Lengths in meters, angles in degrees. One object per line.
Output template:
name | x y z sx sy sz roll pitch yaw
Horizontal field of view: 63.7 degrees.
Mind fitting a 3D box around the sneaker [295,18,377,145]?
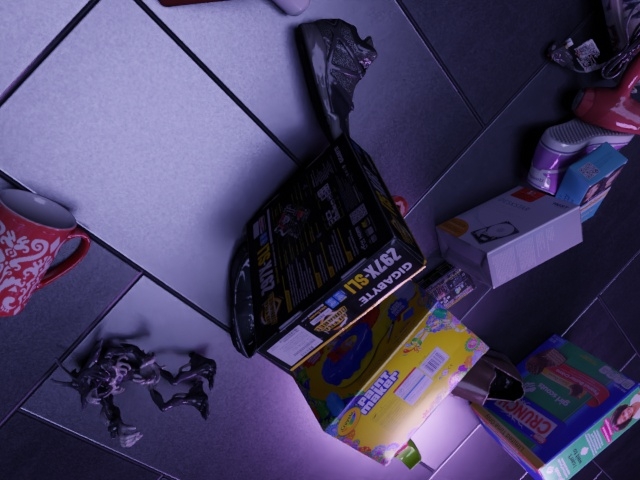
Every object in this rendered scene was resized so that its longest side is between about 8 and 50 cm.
sneaker | 0.046 -0.271 0.898 0.131 0.087 0.227 -18 111 -9

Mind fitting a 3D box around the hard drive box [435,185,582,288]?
hard drive box | 0.397 -0.015 1.099 0.232 0.181 0.089 -25 117 -14

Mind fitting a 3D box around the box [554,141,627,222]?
box | 0.577 -0.105 1.136 0.101 0.060 0.244 -34 154 -4

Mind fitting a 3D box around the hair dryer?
hair dryer | 0.618 -0.314 1.045 0.293 0.224 0.080 45 58 -25

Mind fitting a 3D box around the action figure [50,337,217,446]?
action figure | -0.326 0.262 0.919 0.276 0.141 0.163 10 107 -30

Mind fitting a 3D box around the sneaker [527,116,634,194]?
sneaker | 0.577 -0.189 1.172 0.282 0.102 0.160 -14 134 -24

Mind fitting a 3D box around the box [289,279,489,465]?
box | 0.103 0.207 1.001 0.177 0.279 0.290 40 90 -30

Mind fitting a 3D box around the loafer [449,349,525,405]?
loafer | 0.358 0.319 1.241 0.366 0.130 0.133 10 106 -26

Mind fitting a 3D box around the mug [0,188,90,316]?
mug | -0.449 0.029 0.791 0.150 0.113 0.169 27 101 -28

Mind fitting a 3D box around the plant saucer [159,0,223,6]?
plant saucer | -0.141 -0.455 0.674 0.259 0.047 0.258 4 115 19

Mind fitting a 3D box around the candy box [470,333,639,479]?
candy box | 0.589 0.422 1.303 0.317 0.268 0.122 -38 115 -6

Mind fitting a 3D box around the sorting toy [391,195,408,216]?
sorting toy | 0.042 -0.004 1.000 0.132 0.046 0.274 39 92 -8

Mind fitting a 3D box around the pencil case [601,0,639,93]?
pencil case | 0.633 -0.506 1.019 0.184 0.160 0.410 -29 119 2

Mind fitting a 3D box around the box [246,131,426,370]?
box | 0.000 0.000 0.813 0.079 0.322 0.257 36 111 -31

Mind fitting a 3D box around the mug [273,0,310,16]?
mug | -0.044 -0.402 0.825 0.078 0.062 0.064 -44 128 5

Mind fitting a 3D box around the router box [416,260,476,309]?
router box | 0.286 0.105 1.179 0.123 0.038 0.092 -35 119 -7

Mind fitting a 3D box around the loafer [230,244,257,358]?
loafer | -0.131 0.117 0.979 0.076 0.078 0.223 -2 111 -23

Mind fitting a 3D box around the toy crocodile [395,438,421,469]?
toy crocodile | 0.150 0.431 1.193 0.115 0.105 0.340 -33 132 -9
